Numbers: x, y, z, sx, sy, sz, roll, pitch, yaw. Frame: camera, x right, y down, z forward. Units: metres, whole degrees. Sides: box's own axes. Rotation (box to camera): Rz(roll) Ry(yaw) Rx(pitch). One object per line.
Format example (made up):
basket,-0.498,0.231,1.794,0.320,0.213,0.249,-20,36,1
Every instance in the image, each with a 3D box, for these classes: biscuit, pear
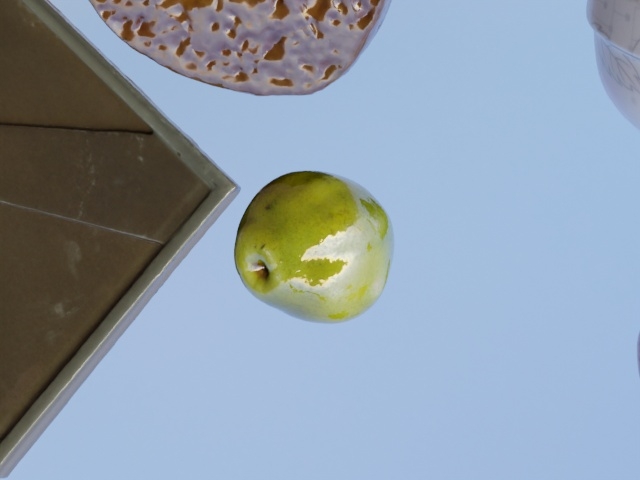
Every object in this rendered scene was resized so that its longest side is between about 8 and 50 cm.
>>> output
biscuit,-0.041,-0.273,1.007,0.314,0.367,0.063,15,-144,9
pear,0.000,0.000,0.814,0.092,0.092,0.097,-17,-171,39

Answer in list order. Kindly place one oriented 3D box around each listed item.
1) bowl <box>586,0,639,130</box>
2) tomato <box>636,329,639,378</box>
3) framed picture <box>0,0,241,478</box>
bowl,0.349,-0.136,1.135,0.287,0.143,0.287,4,-155,-2
tomato,0.456,0.148,1.671,0.187,0.187,0.151,-24,163,26
framed picture,-0.313,-0.066,1.228,0.326,0.446,0.028,-49,160,10
